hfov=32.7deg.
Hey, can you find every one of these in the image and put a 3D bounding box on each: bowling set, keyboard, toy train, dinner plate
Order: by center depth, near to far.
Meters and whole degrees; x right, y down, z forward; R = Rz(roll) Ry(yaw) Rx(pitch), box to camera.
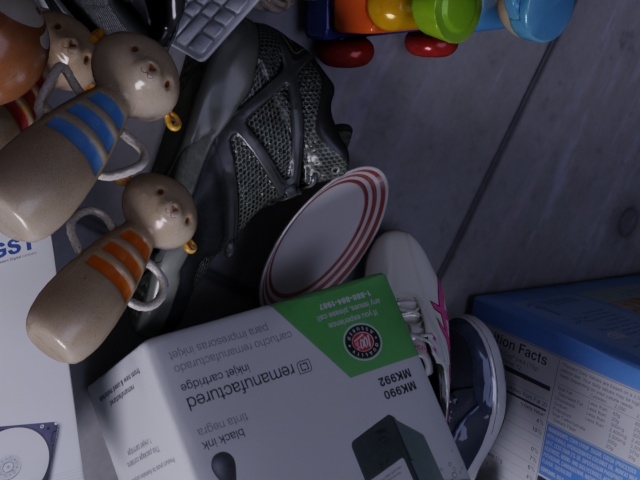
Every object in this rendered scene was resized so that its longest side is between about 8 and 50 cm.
[{"bbox_3d":[-0.140,-0.085,0.534,0.287,0.200,0.154,47,56,-18],"label":"bowling set"},{"bbox_3d":[-0.021,-0.224,0.726,0.256,0.072,0.014,-51,147,-13],"label":"keyboard"},{"bbox_3d":[0.047,-0.165,0.752,0.248,0.143,0.105,-13,113,-36],"label":"toy train"},{"bbox_3d":[0.000,0.000,0.833,0.141,0.017,0.141,-39,153,-24],"label":"dinner plate"}]

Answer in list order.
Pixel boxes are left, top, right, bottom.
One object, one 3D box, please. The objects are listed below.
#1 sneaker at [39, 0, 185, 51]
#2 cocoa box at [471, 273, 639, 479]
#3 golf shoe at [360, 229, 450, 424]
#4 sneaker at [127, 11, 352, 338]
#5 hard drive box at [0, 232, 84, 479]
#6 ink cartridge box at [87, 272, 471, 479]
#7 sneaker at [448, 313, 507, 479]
[{"bbox_3d":[-0.140,-0.196,0.604,0.079,0.121,0.217,-45,128,-19],"label":"sneaker"},{"bbox_3d":[0.324,0.172,1.040,0.347,0.231,0.227,-5,108,-38],"label":"cocoa box"},{"bbox_3d":[0.076,0.079,0.867,0.068,0.086,0.186,-6,80,-10],"label":"golf shoe"},{"bbox_3d":[-0.052,-0.031,0.748,0.130,0.087,0.227,19,88,-24],"label":"sneaker"},{"bbox_3d":[-0.247,0.094,0.645,0.181,0.089,0.232,-18,116,-34],"label":"hard drive box"},{"bbox_3d":[-0.005,0.193,0.758,0.211,0.121,0.289,-15,76,-36],"label":"ink cartridge box"},{"bbox_3d":[0.069,0.175,0.932,0.163,0.086,0.226,1,106,-42],"label":"sneaker"}]
